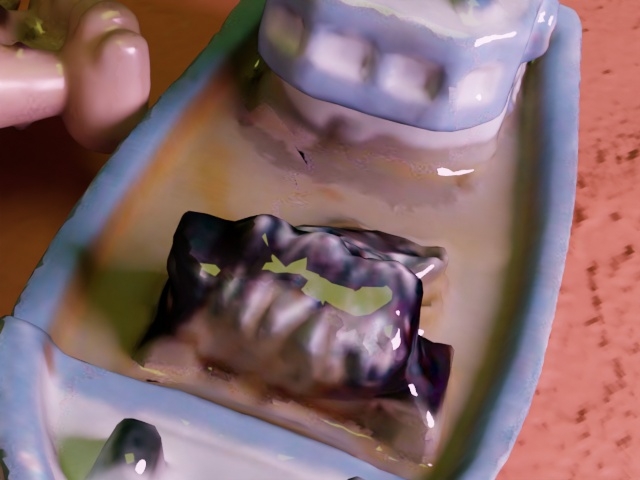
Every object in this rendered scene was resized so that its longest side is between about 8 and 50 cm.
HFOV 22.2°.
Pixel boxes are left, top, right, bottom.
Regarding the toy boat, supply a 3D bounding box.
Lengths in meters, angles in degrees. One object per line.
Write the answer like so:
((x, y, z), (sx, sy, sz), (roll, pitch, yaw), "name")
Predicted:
((0.000, 0.000, 0.476), (0.145, 0.133, 0.332), (19, 44, 5), "toy boat")

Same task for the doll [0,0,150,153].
((-0.195, -0.055, 0.505), (0.278, 0.119, 0.154), (-11, 34, -31), "doll")
